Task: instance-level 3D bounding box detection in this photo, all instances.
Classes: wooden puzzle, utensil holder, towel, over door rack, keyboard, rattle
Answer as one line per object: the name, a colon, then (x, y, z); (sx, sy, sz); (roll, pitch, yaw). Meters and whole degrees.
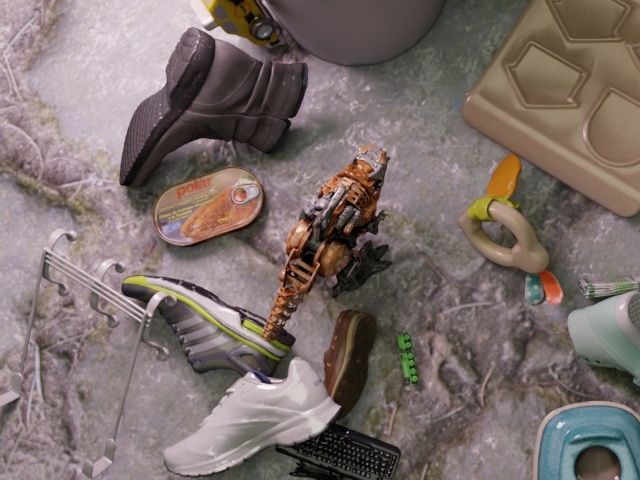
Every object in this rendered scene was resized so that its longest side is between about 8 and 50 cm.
wooden puzzle: (0.444, -0.256, 1.821); (0.322, 0.080, 0.347); (33, 93, 13)
utensil holder: (0.034, -0.461, 1.760); (0.328, 0.385, 0.327); (-1, 81, 9)
towel: (0.467, 0.059, 1.745); (0.152, 0.113, 0.023); (-9, 94, 7)
over door rack: (-0.373, 0.173, 1.853); (0.239, 0.108, 0.324); (29, 106, 23)
keyboard: (0.022, 0.340, 1.817); (0.192, 0.038, 0.100); (17, 85, 13)
rattle: (0.323, -0.012, 1.812); (0.200, 0.143, 0.130); (38, 134, 0)

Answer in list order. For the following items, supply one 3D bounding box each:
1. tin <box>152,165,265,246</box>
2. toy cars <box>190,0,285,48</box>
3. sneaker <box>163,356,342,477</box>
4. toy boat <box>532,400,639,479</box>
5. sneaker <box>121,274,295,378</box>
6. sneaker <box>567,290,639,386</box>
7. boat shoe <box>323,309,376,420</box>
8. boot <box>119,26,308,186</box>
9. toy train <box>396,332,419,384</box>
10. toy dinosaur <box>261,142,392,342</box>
tin: (-0.183, -0.055, 1.913); (0.190, 0.040, 0.106); (-18, 83, 6)
toy cars: (-0.138, -0.361, 1.770); (0.087, 0.393, 0.176); (-32, 96, 6)
sneaker: (-0.116, 0.274, 1.795); (0.297, 0.111, 0.129); (-25, 91, 11)
toy boat: (0.343, 0.380, 1.699); (0.318, 0.148, 0.267); (-10, 80, 8)
sneaker: (-0.196, 0.144, 1.851); (0.300, 0.111, 0.121); (25, 92, 15)
sneaker: (0.482, 0.182, 1.748); (0.256, 0.151, 0.094); (49, 58, -15)
boat shoe: (0.037, 0.195, 1.831); (0.060, 0.064, 0.178); (17, 93, 45)
boot: (-0.174, -0.177, 1.873); (0.223, 0.338, 0.118); (17, 47, -27)
toy train: (0.137, 0.187, 1.831); (0.024, 0.017, 0.083); (-13, 79, 17)
toy dinosaur: (0.000, 0.000, 1.780); (0.322, 0.218, 0.164); (-38, 78, 2)
